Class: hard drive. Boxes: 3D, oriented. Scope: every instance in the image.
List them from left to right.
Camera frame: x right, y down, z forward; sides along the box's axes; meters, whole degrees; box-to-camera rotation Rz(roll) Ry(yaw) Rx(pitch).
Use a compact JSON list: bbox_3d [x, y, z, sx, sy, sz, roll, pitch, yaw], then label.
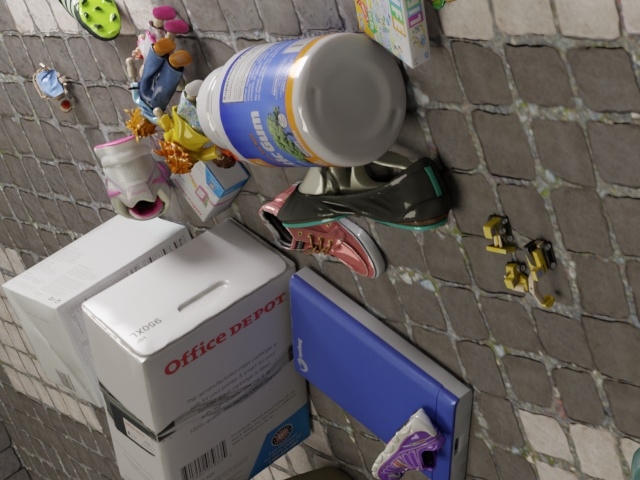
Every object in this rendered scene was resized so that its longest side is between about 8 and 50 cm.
[{"bbox_3d":[0.080,0.197,1.878,0.319,0.040,0.210,36,146,32],"label":"hard drive"}]

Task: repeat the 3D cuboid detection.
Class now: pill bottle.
[{"bbox_3d":[-0.035,-0.162,1.573,0.272,0.152,0.152,4,122,56],"label":"pill bottle"}]

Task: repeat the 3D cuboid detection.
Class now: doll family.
[{"bbox_3d":[-0.207,-0.186,1.826,0.263,0.118,0.163,49,141,18],"label":"doll family"}]

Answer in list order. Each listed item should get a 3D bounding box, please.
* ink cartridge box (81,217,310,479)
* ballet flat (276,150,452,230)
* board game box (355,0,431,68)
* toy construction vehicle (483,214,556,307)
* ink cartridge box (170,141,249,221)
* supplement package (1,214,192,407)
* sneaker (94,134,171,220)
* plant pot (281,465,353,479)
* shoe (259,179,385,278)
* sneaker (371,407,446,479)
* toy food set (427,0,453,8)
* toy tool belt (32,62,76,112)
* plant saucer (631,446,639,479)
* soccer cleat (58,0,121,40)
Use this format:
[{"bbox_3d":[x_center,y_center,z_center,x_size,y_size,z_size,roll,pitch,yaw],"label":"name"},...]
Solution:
[{"bbox_3d":[-0.179,0.205,2.025,0.166,0.285,0.394,35,144,35],"label":"ink cartridge box"},{"bbox_3d":[0.047,-0.068,1.621,0.280,0.095,0.096,1,110,45],"label":"ballet flat"},{"bbox_3d":[0.069,-0.270,1.400,0.103,0.026,0.154,44,158,41],"label":"board game box"},{"bbox_3d":[0.222,0.026,1.493,0.086,0.035,0.098,17,133,49],"label":"toy construction vehicle"},{"bbox_3d":[-0.164,-0.093,1.944,0.088,0.052,0.122,53,153,7],"label":"ink cartridge box"},{"bbox_3d":[-0.340,0.106,2.193,0.199,0.263,0.198,15,132,51],"label":"supplement package"},{"bbox_3d":[-0.276,-0.078,1.994,0.252,0.103,0.111,59,-166,-81],"label":"sneaker"},{"bbox_3d":[-0.053,0.495,2.139,0.256,0.274,0.256,36,145,32],"label":"plant pot"},{"bbox_3d":[0.000,0.000,1.757,0.178,0.081,0.063,45,149,20],"label":"shoe"},{"bbox_3d":[0.122,0.297,1.806,0.071,0.068,0.170,43,148,11],"label":"sneaker"},{"bbox_3d":[0.112,-0.280,1.368,0.083,0.020,0.083,-11,110,59],"label":"toy food set"},{"bbox_3d":[-0.443,-0.255,2.206,0.083,0.052,0.051,52,159,7],"label":"toy tool belt"},{"bbox_3d":[0.398,0.288,1.507,0.119,0.021,0.119,38,147,31],"label":"plant saucer"},{"bbox_3d":[-0.348,-0.348,1.969,0.179,0.060,0.072,48,160,28],"label":"soccer cleat"}]
